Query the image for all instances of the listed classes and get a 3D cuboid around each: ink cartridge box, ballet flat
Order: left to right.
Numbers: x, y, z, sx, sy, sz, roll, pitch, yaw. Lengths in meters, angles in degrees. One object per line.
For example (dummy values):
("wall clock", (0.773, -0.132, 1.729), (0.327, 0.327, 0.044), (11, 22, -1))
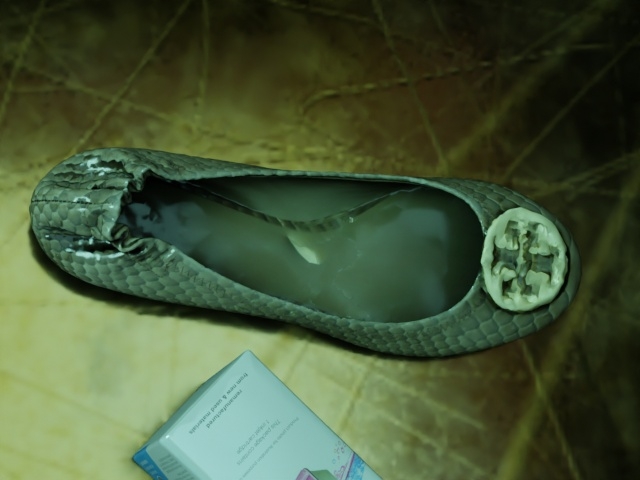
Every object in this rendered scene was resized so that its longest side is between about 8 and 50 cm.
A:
("ink cartridge box", (-0.011, 0.109, 0.554), (0.122, 0.088, 0.052), (45, 70, -1))
("ballet flat", (0.000, 0.000, 0.595), (0.250, 0.058, 0.084), (9, 77, -11))
